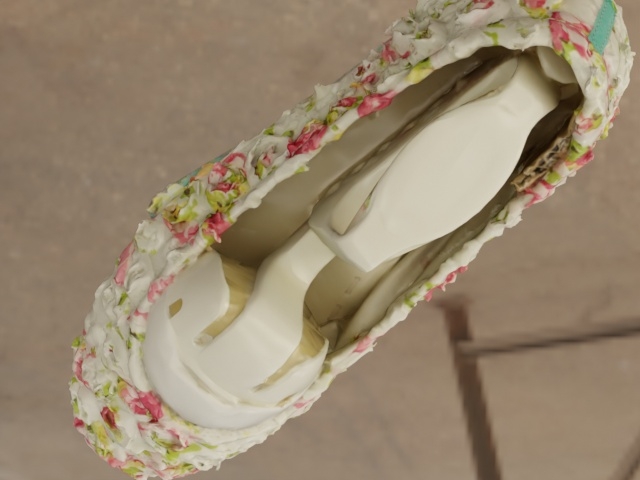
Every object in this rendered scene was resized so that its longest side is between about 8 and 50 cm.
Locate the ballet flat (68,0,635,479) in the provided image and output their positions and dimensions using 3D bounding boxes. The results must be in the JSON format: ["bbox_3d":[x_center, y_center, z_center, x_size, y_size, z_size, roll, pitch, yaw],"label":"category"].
[{"bbox_3d":[0.000,0.000,0.557,0.091,0.077,0.241,41,107,-12],"label":"ballet flat"}]
